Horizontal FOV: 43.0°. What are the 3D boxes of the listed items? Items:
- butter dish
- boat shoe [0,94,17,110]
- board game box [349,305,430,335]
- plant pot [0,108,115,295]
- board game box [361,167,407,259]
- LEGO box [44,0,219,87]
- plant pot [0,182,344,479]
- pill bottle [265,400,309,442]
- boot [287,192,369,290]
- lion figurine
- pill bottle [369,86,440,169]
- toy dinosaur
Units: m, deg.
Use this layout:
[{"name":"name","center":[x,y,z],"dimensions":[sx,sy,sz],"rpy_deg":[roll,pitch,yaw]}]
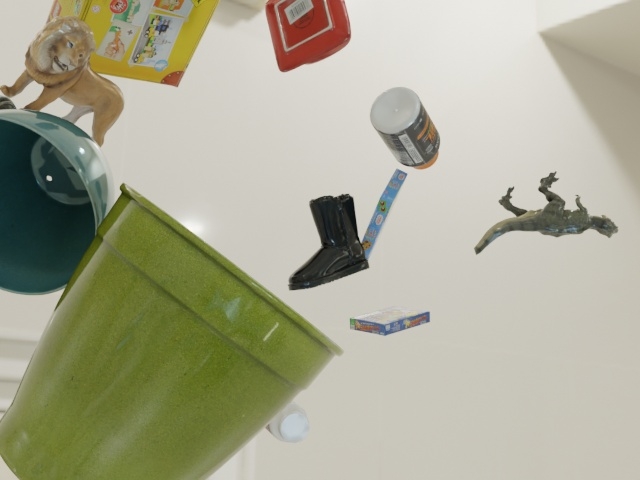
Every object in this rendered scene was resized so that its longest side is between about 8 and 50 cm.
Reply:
[{"name":"butter dish","center":[-0.003,-0.390,1.487],"dimensions":[0.160,0.160,0.118],"rpy_deg":[-22,-19,28]},{"name":"boat shoe","center":[-0.813,-0.251,2.015],"dimensions":[0.119,0.335,0.121],"rpy_deg":[-18,-49,24]},{"name":"board game box","center":[0.201,0.230,2.346],"dimensions":[0.201,0.035,0.136],"rpy_deg":[-10,11,-43]},{"name":"plant pot","center":[-0.448,-0.086,1.299],"dimensions":[0.290,0.290,0.195],"rpy_deg":[-2,24,14]},{"name":"board game box","center":[0.158,-0.062,2.118],"dimensions":[0.039,0.160,0.212],"rpy_deg":[25,-52,5]},{"name":"LEGO box","center":[-0.482,-0.694,2.216],"dimensions":[0.372,0.193,0.500],"rpy_deg":[2,-46,-43]},{"name":"plant pot","center":[-0.217,0.176,1.060],"dimensions":[0.366,0.353,0.366],"rpy_deg":[36,-6,5]},{"name":"pill bottle","center":[-0.079,0.386,1.760],"dimensions":[0.086,0.086,0.152],"rpy_deg":[7,1,-20]},{"name":"boot","center":[0.000,0.000,1.998],"dimensions":[0.246,0.207,0.094],"rpy_deg":[-18,4,-33]},{"name":"lion figurine","center":[-0.536,-0.339,1.806],"dimensions":[0.240,0.142,0.392],"rpy_deg":[-39,-17,3]},{"name":"pill bottle","center":[0.221,-0.267,2.023],"dimensions":[0.130,0.131,0.245],"rpy_deg":[-5,-23,23]},{"name":"toy dinosaur","center":[0.352,-0.044,1.299],"dimensions":[0.268,0.118,0.064],"rpy_deg":[-7,-40,-15]}]
